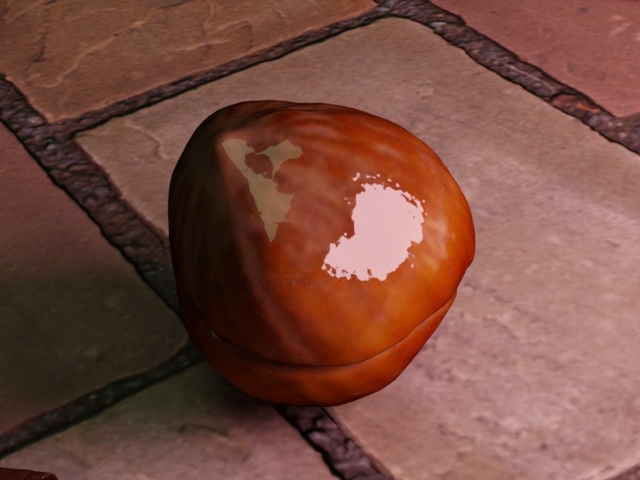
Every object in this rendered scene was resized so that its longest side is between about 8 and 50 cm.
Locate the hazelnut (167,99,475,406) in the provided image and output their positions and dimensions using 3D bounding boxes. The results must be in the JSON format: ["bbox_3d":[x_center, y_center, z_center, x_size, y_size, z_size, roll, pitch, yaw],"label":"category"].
[{"bbox_3d":[0.000,0.000,0.705,0.182,0.182,0.182,-3,38,3],"label":"hazelnut"}]

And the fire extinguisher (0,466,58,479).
[{"bbox_3d":[-0.202,0.130,0.669,0.132,0.039,0.056,4,6,12],"label":"fire extinguisher"}]
